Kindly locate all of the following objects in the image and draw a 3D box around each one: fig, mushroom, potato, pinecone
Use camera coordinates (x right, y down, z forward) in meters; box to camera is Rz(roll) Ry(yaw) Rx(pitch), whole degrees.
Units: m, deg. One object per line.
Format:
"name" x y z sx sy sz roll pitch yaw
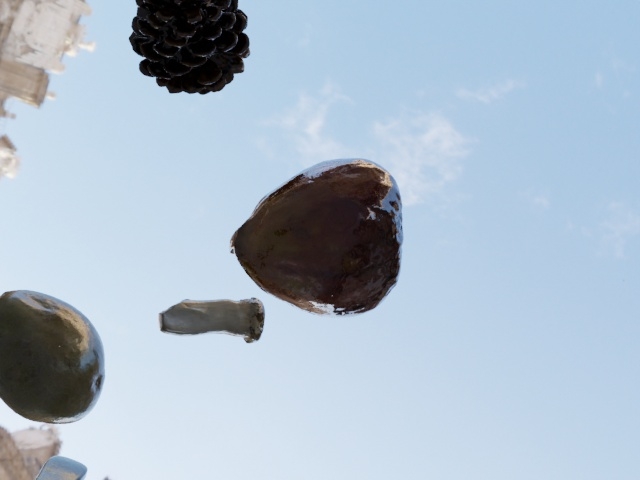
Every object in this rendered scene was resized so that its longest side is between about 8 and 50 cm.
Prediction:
"fig" 0.013 0.000 0.992 0.224 0.263 0.224 24 -51 35
"mushroom" -0.190 0.140 1.227 0.071 0.209 0.084 -4 -98 52
"potato" -0.435 0.179 1.099 0.160 0.178 0.235 -41 -93 -1
"pinecone" -0.260 -0.425 1.370 0.246 0.292 0.246 1 -108 -5

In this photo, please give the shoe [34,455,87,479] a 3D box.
"shoe" -0.500 0.470 1.306 0.079 0.195 0.078 26 -90 -4
